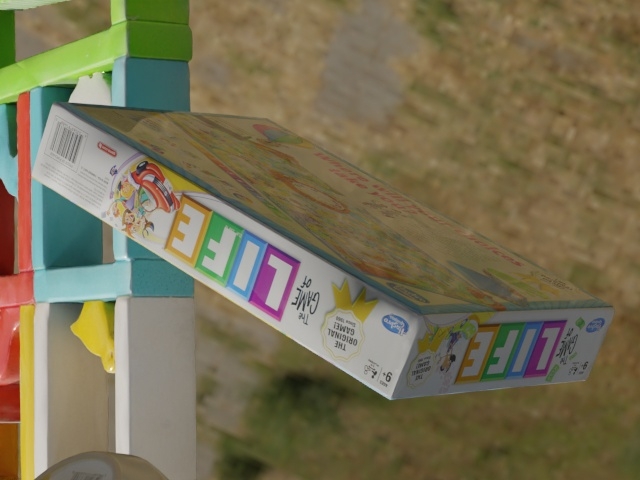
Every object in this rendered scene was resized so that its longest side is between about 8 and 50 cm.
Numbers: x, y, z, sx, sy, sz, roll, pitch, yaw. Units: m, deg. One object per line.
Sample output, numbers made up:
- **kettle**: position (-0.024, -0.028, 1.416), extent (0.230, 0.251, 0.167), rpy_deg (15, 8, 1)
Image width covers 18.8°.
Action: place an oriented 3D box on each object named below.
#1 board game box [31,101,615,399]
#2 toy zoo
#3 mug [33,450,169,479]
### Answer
- **board game box**: position (0.000, 0.000, 0.593), extent (0.154, 0.026, 0.103), rpy_deg (30, -162, 35)
- **toy zoo**: position (-0.106, 0.015, 0.795), extent (0.030, 0.293, 0.192), rpy_deg (1, 176, -31)
- **mug**: position (-0.055, 0.091, 0.487), extent (0.064, 0.078, 0.062), rpy_deg (58, -174, -30)
